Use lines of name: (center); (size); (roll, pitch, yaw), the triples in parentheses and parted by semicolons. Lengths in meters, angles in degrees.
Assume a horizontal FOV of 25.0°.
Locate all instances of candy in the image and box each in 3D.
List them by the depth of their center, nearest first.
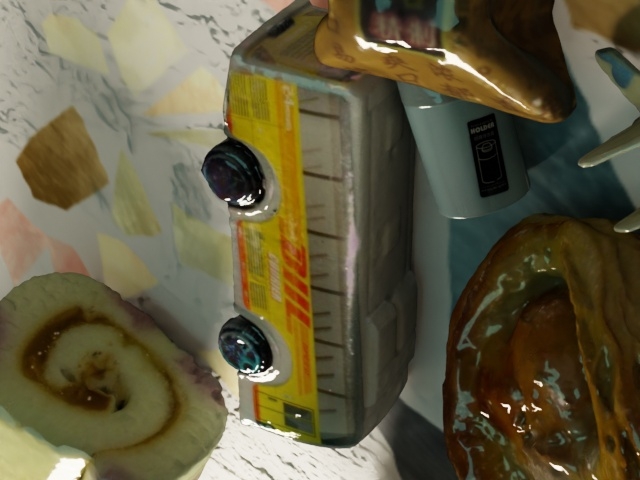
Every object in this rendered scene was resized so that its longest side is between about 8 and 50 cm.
candy: (0.055, -0.190, 0.619); (0.143, 0.101, 0.271); (15, 120, 26)

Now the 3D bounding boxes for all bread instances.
bread: (-0.196, 0.188, 1.107); (0.187, 0.155, 0.338); (36, 136, 10)

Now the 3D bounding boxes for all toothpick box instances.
toothpick box: (0.072, -0.059, 0.731); (0.052, 0.052, 0.083); (3, 120, 45)

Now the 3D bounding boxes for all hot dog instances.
hot dog: (0.149, 0.115, 0.725); (0.259, 0.114, 0.175); (60, 152, -8)

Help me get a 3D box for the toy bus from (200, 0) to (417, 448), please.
toy bus: (0.000, 0.000, 0.824); (0.106, 0.092, 0.268); (18, 129, 24)

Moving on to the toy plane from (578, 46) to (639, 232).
toy plane: (0.200, -0.047, 0.569); (0.192, 0.088, 0.262); (60, 156, -11)
